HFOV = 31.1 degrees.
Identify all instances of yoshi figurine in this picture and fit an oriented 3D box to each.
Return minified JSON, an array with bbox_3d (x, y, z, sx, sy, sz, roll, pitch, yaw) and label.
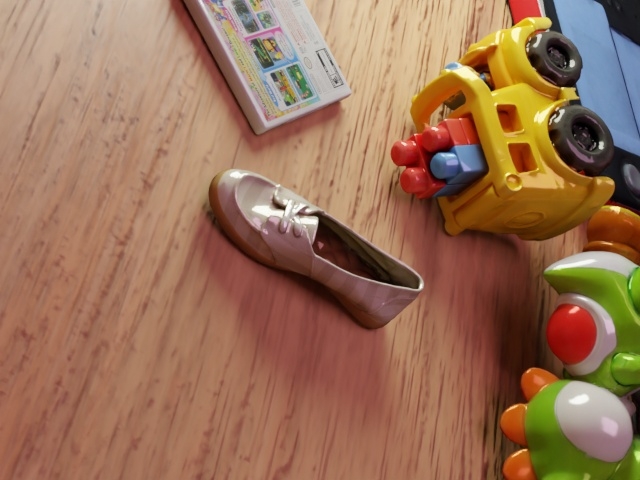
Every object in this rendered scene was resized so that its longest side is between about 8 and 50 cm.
[{"bbox_3d":[0.311,0.145,1.123,0.362,0.203,0.203,-65,150,-20],"label":"yoshi figurine"}]

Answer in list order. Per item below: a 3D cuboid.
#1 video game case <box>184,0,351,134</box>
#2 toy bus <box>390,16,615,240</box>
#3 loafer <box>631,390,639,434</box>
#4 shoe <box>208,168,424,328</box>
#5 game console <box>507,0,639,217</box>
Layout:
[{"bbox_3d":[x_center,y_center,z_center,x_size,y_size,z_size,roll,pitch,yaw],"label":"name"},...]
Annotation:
[{"bbox_3d":[-0.050,-0.187,1.073,0.143,0.019,0.157,-30,92,-49],"label":"video game case"},{"bbox_3d":[0.164,-0.113,1.178,0.211,0.149,0.220,-3,68,-30],"label":"toy bus"},{"bbox_3d":[0.407,0.114,1.343,0.109,0.095,0.302,17,41,14],"label":"loafer"},{"bbox_3d":[0.000,0.000,0.990,0.219,0.058,0.076,35,47,-28],"label":"shoe"},{"bbox_3d":[0.380,-0.202,1.496,0.342,0.060,0.386,11,62,-42],"label":"game console"}]
